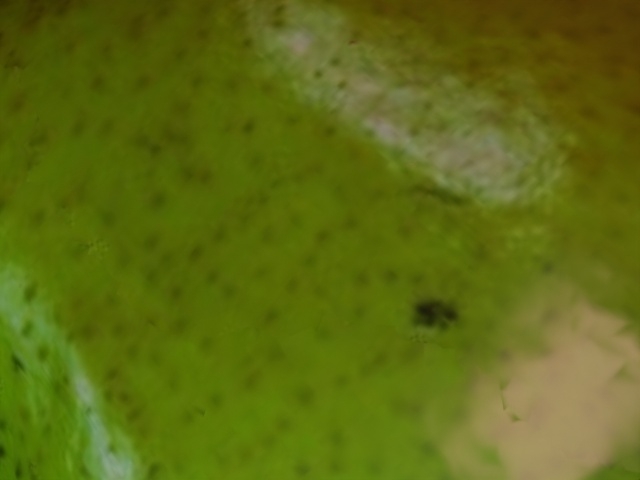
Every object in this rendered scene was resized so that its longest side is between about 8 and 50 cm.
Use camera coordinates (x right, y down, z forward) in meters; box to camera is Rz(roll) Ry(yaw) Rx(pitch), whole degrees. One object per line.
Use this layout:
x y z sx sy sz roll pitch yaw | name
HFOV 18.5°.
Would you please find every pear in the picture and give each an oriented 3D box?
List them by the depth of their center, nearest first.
0.000 0.000 0.661 0.318 0.238 0.342 43 100 13 | pear
